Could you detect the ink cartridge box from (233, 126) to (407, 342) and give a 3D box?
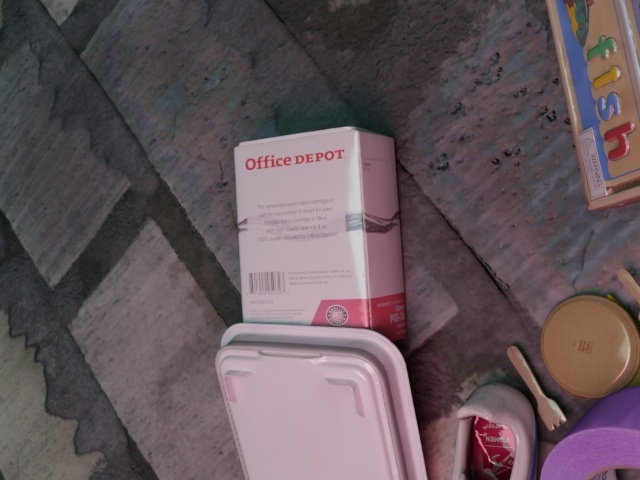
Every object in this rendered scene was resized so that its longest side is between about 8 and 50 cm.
[{"bbox_3d":[0.000,0.000,1.120,0.207,0.117,0.283,-4,89,32],"label":"ink cartridge box"}]

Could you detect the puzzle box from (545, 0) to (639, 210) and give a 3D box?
[{"bbox_3d":[0.336,-0.252,0.853,0.272,0.052,0.408,149,112,-72],"label":"puzzle box"}]

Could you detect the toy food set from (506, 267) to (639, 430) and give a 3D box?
[{"bbox_3d":[0.326,0.130,0.973,0.192,0.038,0.132,-42,62,30],"label":"toy food set"}]

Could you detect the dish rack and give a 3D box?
[{"bbox_3d":[-0.007,0.275,1.085,0.286,0.072,0.332,0,111,31],"label":"dish rack"}]

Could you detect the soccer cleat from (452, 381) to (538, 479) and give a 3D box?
[{"bbox_3d":[0.207,0.339,0.979,0.116,0.143,0.331,-7,87,31],"label":"soccer cleat"}]

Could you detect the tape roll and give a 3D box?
[{"bbox_3d":[0.369,0.290,0.841,0.275,0.090,0.274,27,132,35],"label":"tape roll"}]
